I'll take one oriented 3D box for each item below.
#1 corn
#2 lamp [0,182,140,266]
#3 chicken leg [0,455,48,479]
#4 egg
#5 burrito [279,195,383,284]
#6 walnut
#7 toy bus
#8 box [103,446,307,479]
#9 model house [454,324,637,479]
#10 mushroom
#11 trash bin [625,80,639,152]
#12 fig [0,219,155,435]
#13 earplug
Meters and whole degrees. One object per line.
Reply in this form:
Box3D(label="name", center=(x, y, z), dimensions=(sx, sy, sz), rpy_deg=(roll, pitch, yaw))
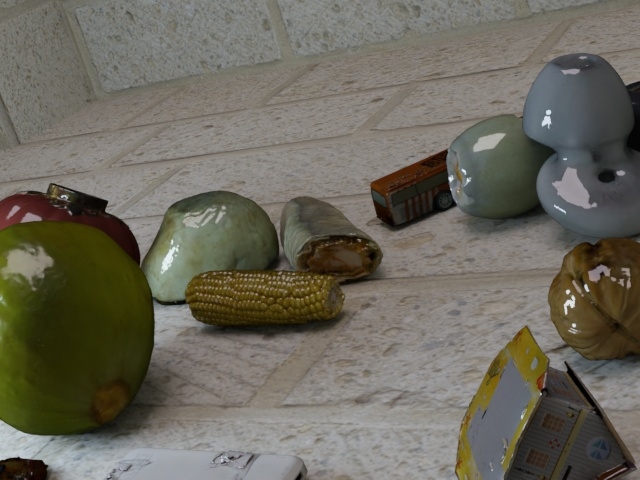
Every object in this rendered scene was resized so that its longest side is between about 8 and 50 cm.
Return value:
Box3D(label="corn", center=(-0.108, 0.097, 1.796), dimensions=(0.311, 0.101, 0.101), rpy_deg=(0, 26, 35))
Box3D(label="lamp", center=(-0.493, 0.028, 2.030), dimensions=(0.303, 0.256, 0.303), rpy_deg=(16, -1, 0))
Box3D(label="chicken leg", center=(-0.413, 0.336, 1.442), dimensions=(0.105, 0.063, 0.234), rpy_deg=(13, 2, -18))
Box3D(label="egg", center=(0.339, -0.134, 1.923), dimensions=(0.217, 0.183, 0.183), rpy_deg=(-11, 20, -5))
Box3D(label="burrito", center=(0.004, 0.000, 1.951), dimensions=(0.143, 0.105, 0.299), rpy_deg=(-16, 18, -9))
Box3D(label="walnut", center=(0.377, 0.073, 1.411), dimensions=(0.156, 0.155, 0.184), rpy_deg=(-12, 26, 14))
Box3D(label="toy bus", center=(0.292, -0.141, 2.098), dimensions=(0.409, 0.092, 0.093), rpy_deg=(-24, 24, -17))
Box3D(label="box", center=(-0.163, 0.315, 1.351), dimensions=(0.285, 0.044, 0.142), rpy_deg=(-3, 27, 32))
Box3D(label="model house", center=(0.254, 0.214, 1.203), dimensions=(0.136, 0.207, 0.219), rpy_deg=(20, 10, -5))
Box3D(label="mushroom", center=(-0.226, 0.005, 2.028), dimensions=(0.267, 0.164, 0.189), rpy_deg=(-9, 21, 19))
Box3D(label="trash bin", center=(0.627, -0.198, 1.872), dimensions=(0.210, 0.182, 0.290), rpy_deg=(-22, 15, -12))
Box3D(label="fig", center=(-0.400, 0.137, 1.631), dimensions=(0.344, 0.343, 0.343), rpy_deg=(-15, 20, 6))
Box3D(label="earplug", center=(0.446, -0.151, 1.768), dimensions=(0.214, 0.325, 0.175), rpy_deg=(-13, -17, -12))
